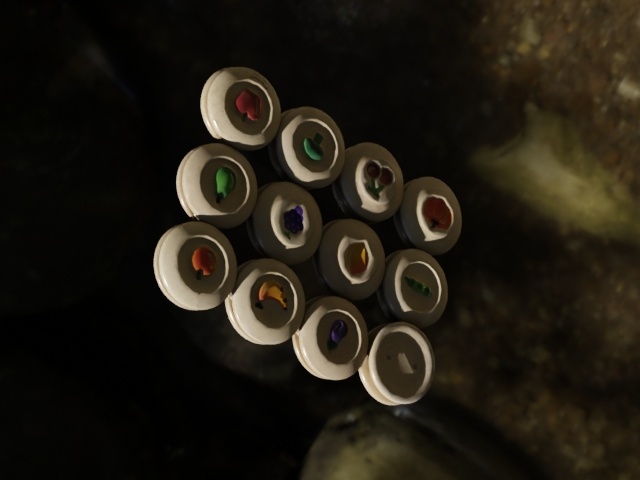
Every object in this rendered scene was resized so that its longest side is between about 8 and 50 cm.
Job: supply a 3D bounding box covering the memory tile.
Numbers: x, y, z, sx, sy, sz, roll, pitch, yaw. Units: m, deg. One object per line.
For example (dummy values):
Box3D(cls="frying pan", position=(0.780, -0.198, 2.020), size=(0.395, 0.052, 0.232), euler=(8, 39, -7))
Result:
Box3D(cls="memory tile", position=(0.000, 0.000, 0.658), size=(0.148, 0.113, 0.012), euler=(28, 156, -29))
